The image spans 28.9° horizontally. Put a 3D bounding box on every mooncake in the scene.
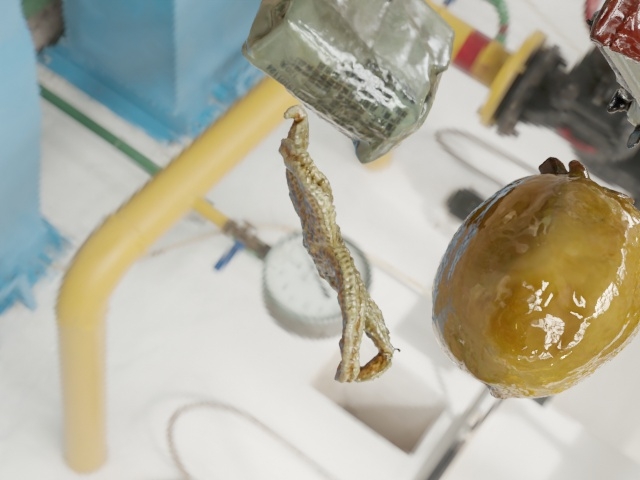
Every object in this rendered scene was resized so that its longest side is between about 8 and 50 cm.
[{"bbox_3d":[0.034,-0.232,1.481,0.136,0.254,0.250,-33,-157,40],"label":"mooncake"}]

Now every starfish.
[{"bbox_3d":[0.010,-0.003,0.889,0.053,0.210,0.150,-14,161,-6],"label":"starfish"}]

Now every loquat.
[{"bbox_3d":[0.214,0.044,1.196,0.238,0.193,0.238,-61,-178,4],"label":"loquat"}]

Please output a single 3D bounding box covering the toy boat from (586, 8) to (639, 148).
[{"bbox_3d":[0.362,-0.172,1.318,0.141,0.141,0.269,-51,140,-17],"label":"toy boat"}]

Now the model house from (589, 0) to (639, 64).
[{"bbox_3d":[0.362,-0.171,0.912,0.196,0.254,0.160,-61,166,13],"label":"model house"}]
